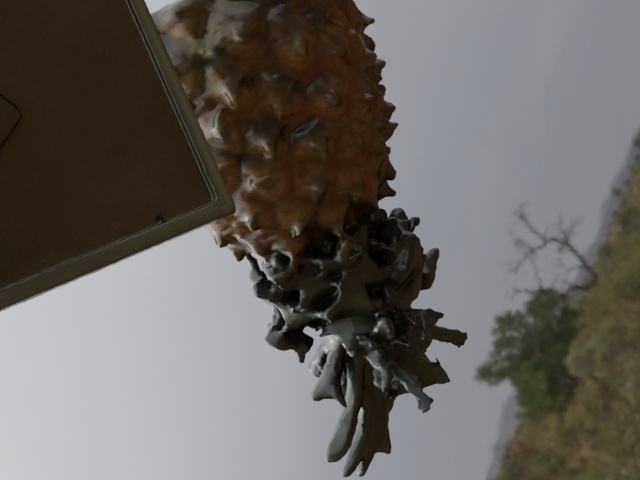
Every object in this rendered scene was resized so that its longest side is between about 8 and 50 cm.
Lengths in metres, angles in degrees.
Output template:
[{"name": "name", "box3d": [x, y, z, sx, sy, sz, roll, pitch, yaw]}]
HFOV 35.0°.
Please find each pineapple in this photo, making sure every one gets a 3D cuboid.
[{"name": "pineapple", "box3d": [0.000, 0.000, 0.651, 0.169, 0.169, 0.340, -43, -66, -57]}]

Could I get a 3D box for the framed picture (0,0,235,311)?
[{"name": "framed picture", "box3d": [-0.152, -0.043, 0.421, 0.203, 0.150, 0.015, -25, 1, -26]}]
